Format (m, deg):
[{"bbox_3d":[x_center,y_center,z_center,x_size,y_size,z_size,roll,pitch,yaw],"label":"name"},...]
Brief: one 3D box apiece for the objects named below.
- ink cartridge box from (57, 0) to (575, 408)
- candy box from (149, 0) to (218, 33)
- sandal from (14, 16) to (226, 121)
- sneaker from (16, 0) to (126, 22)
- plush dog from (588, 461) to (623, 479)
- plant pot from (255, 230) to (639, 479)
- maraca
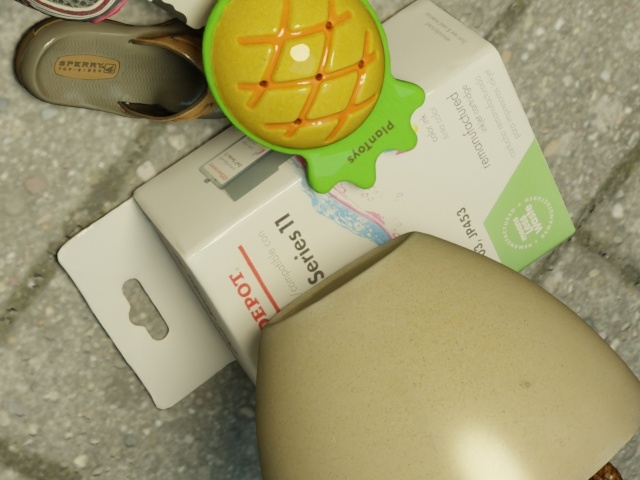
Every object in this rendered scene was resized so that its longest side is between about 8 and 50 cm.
[{"bbox_3d":[0.000,0.000,1.509,0.353,0.119,0.207,-35,128,-7],"label":"ink cartridge box"},{"bbox_3d":[-0.101,-0.249,1.308,0.159,0.071,0.233,-46,140,15],"label":"candy box"},{"bbox_3d":[-0.110,-0.125,1.418,0.219,0.060,0.090,1,116,-28],"label":"sandal"},{"bbox_3d":[-0.223,-0.237,1.146,0.121,0.112,0.299,-37,115,13],"label":"sneaker"},{"bbox_3d":[0.232,0.330,1.794,0.225,0.211,0.262,-19,130,-50],"label":"plush dog"},{"bbox_3d":[0.062,0.107,1.387,0.284,0.284,0.191,-34,94,-8],"label":"plant pot"},{"bbox_3d":[-0.004,-0.113,1.363,0.127,0.099,0.185,-42,118,3],"label":"maraca"}]
